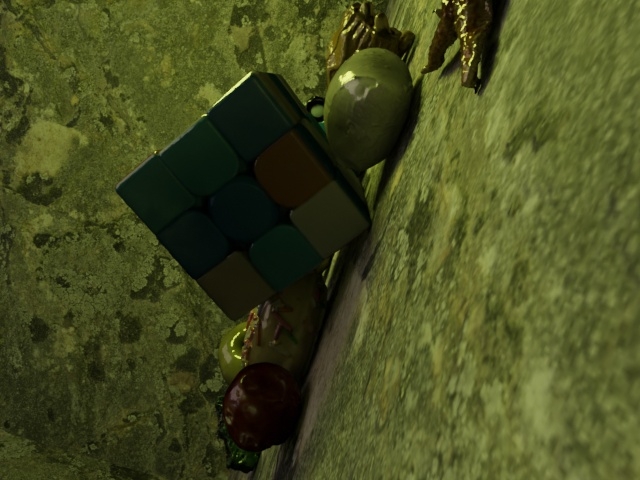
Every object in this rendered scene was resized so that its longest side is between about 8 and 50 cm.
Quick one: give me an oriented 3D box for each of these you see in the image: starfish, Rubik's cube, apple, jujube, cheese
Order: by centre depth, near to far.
[{"bbox_3d":[0.170,-0.286,0.522,0.302,0.060,0.299,-77,9,-47],"label":"starfish"},{"bbox_3d":[0.085,-0.251,0.864,0.198,0.154,0.189,113,179,-54],"label":"cheese"},{"bbox_3d":[-0.122,0.352,0.968,0.236,0.168,0.168,103,-179,-50],"label":"jujube"},{"bbox_3d":[-0.132,-0.111,0.987,0.344,0.347,0.347,-36,15,12],"label":"Rubik's cube"},{"bbox_3d":[-0.249,0.425,1.705,0.262,0.262,0.262,-162,90,-86],"label":"apple"}]

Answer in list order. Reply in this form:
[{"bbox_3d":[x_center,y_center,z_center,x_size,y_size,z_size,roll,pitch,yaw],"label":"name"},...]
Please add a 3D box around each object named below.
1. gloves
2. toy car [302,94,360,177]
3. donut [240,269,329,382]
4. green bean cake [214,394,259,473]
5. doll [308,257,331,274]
[{"bbox_3d":[0.112,-0.423,1.169,0.356,0.203,0.155,105,159,-66],"label":"gloves"},{"bbox_3d":[-0.005,-0.247,1.278,0.190,0.255,0.188,-40,-11,-4],"label":"toy car"},{"bbox_3d":[-0.100,0.205,1.159,0.371,0.150,0.307,-179,103,-79],"label":"donut"},{"bbox_3d":[-0.276,0.633,1.539,0.107,0.193,0.208,123,164,-54],"label":"green bean cake"},{"bbox_3d":[0.000,0.000,1.327,0.137,0.097,0.210,100,-168,-77],"label":"doll"}]
